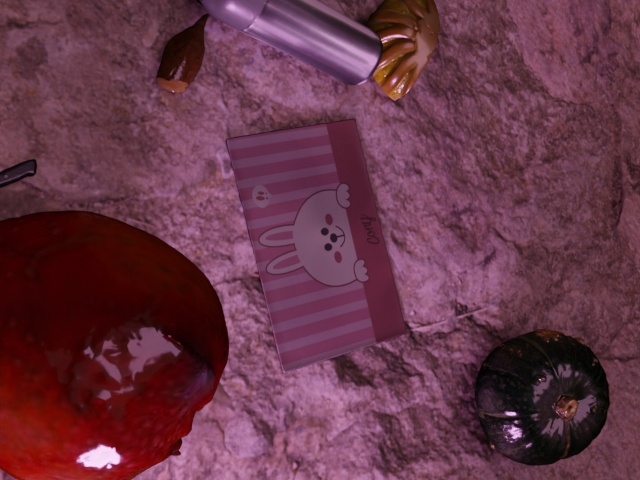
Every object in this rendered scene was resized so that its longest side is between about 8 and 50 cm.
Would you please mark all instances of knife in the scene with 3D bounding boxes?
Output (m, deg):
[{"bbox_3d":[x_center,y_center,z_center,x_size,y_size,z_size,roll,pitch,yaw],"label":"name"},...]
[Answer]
[{"bbox_3d":[-0.370,-0.043,0.967,0.170,0.010,0.023,-32,94,-29],"label":"knife"}]

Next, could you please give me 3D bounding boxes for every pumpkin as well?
[{"bbox_3d":[0.303,0.213,1.264,0.190,0.146,0.190,6,78,-32],"label":"pumpkin"}]

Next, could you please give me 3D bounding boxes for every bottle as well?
[{"bbox_3d":[-0.041,-0.272,1.159,0.254,0.096,0.079,20,72,-33],"label":"bottle"}]

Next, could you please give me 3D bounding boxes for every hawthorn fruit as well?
[{"bbox_3d":[-0.247,0.095,0.886,0.307,0.265,0.265,34,67,-12],"label":"hawthorn fruit"}]

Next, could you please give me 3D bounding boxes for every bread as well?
[{"bbox_3d":[0.107,-0.279,1.259,0.094,0.083,0.157,32,68,-11],"label":"bread"}]

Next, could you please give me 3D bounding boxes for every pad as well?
[{"bbox_3d":[0.000,0.000,1.191,0.202,0.005,0.299,-13,90,-32],"label":"pad"}]

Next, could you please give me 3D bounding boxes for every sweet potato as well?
[{"bbox_3d":[-0.156,-0.226,1.103,0.049,0.049,0.117,33,63,-24],"label":"sweet potato"}]
